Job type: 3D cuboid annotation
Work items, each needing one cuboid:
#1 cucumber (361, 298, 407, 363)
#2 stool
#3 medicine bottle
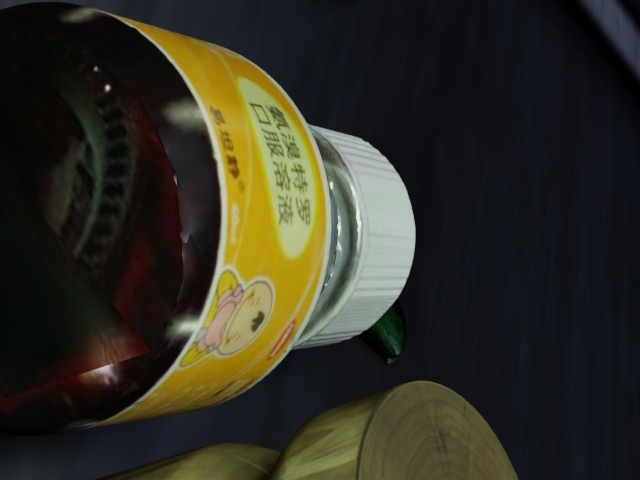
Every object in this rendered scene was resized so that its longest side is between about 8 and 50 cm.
[{"bbox_3d":[0.000,0.000,1.144,0.284,0.056,0.056,53,35,-31],"label":"cucumber"},{"bbox_3d":[-0.030,0.199,0.786,0.179,0.264,0.179,31,48,-43],"label":"stool"},{"bbox_3d":[-0.088,-0.016,0.875,0.395,0.242,0.242,-7,78,-65],"label":"medicine bottle"}]
